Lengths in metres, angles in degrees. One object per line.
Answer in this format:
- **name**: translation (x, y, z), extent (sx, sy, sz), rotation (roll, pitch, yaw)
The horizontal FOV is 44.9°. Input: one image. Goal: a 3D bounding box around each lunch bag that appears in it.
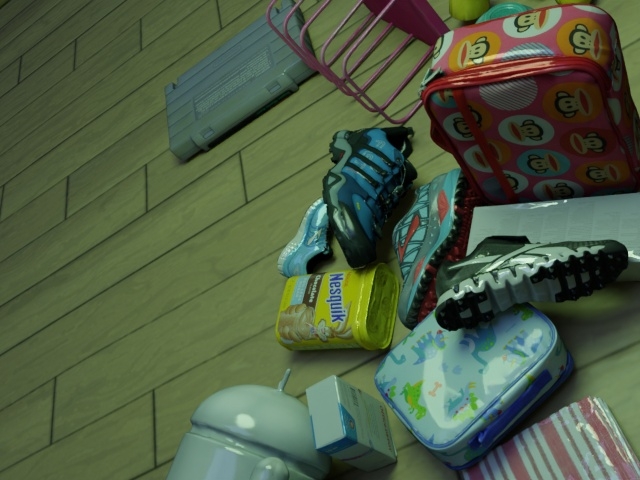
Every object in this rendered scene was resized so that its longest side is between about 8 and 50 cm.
- **lunch bag**: translation (0.257, -0.154, 0.981), extent (0.258, 0.293, 0.120), rotation (-2, 60, 33)
- **lunch bag**: translation (0.189, 0.164, 0.967), extent (0.219, 0.090, 0.176), rotation (-44, 40, -3)

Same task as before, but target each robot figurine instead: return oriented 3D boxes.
- **robot figurine**: translation (-0.106, 0.341, 1.009), extent (0.353, 0.199, 0.300), rotation (-69, 13, -20)

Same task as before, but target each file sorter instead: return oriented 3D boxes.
- **file sorter**: translation (0.068, -0.357, 1.345), extent (0.182, 0.202, 0.291), rotation (-49, 44, 5)

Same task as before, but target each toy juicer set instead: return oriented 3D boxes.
- **toy juicer set**: translation (0.330, -0.327, 1.209), extent (0.209, 0.089, 0.329), rotation (-15, 48, 8)

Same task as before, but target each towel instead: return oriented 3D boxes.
- **towel**: translation (0.266, 0.282, 0.882), extent (0.197, 0.029, 0.144), rotation (-36, 45, 18)

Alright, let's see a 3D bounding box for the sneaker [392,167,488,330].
- **sneaker**: translation (0.157, 0.019, 1.109), extent (0.125, 0.104, 0.262), rotation (-9, 48, 47)

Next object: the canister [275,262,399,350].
- **canister**: translation (0.023, 0.104, 1.160), extent (0.170, 0.073, 0.126), rotation (-9, 57, 36)

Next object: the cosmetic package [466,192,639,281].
- **cosmetic package**: translation (0.312, 0.003, 1.005), extent (0.239, 0.060, 0.099), rotation (-4, 58, 36)

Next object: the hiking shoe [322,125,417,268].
- **hiking shoe**: translation (0.081, -0.087, 1.185), extent (0.132, 0.113, 0.304), rotation (-14, 41, 16)

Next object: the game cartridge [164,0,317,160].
- **game cartridge**: translation (-0.173, -0.334, 1.621), extent (0.355, 0.068, 0.230), rotation (-30, 51, 19)

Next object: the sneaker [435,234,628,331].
- **sneaker**: translation (0.243, 0.028, 0.931), extent (0.234, 0.078, 0.106), rotation (-18, 43, 10)

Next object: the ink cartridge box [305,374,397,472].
- **ink cartridge box**: translation (0.041, 0.243, 1.017), extent (0.052, 0.122, 0.088), rotation (-32, 46, 23)

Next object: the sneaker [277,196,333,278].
- **sneaker**: translation (0.000, 0.000, 1.270), extent (0.073, 0.063, 0.162), rotation (28, 85, 27)
